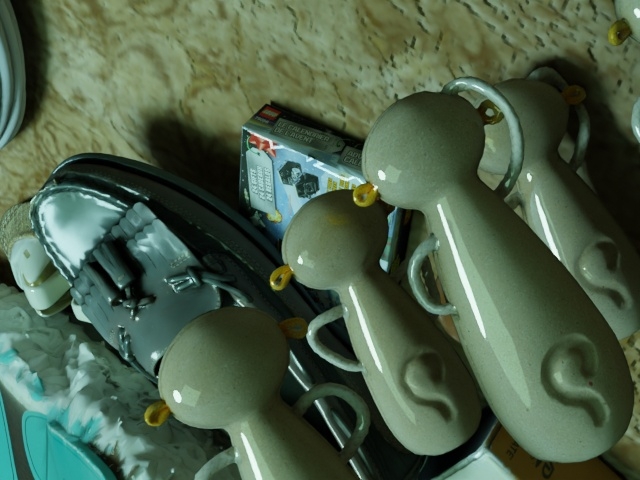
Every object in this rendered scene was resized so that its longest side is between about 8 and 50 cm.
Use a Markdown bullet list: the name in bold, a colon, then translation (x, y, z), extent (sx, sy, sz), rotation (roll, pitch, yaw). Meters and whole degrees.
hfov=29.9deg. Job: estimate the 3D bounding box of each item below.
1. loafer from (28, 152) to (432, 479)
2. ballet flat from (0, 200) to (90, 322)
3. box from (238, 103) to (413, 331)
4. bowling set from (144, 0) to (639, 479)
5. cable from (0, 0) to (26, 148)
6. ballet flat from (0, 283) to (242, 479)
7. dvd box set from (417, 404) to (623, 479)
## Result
- **loafer**: translation (-0.052, 0.053, 0.645), extent (0.267, 0.084, 0.096), rotation (38, 119, -1)
- **ballet flat**: translation (-0.148, 0.021, 0.764), extent (0.206, 0.067, 0.073), rotation (7, 128, 34)
- **box**: translation (0.000, 0.000, 0.658), extent (0.094, 0.027, 0.137), rotation (24, 138, 17)
- **bowling set**: translation (0.054, 0.006, 0.512), extent (0.154, 0.287, 0.200), rotation (59, 171, -11)
- **cable**: translation (-0.293, -0.143, 0.714), extent (0.257, 0.089, 0.257), rotation (35, 140, 7)
- **ballet flat**: translation (-0.149, 0.122, 0.785), extent (0.409, 0.147, 0.147), rotation (25, 143, 52)
- **dvd box set**: translation (0.186, 0.303, 0.761), extent (0.420, 0.062, 0.307), rotation (41, 140, 0)
